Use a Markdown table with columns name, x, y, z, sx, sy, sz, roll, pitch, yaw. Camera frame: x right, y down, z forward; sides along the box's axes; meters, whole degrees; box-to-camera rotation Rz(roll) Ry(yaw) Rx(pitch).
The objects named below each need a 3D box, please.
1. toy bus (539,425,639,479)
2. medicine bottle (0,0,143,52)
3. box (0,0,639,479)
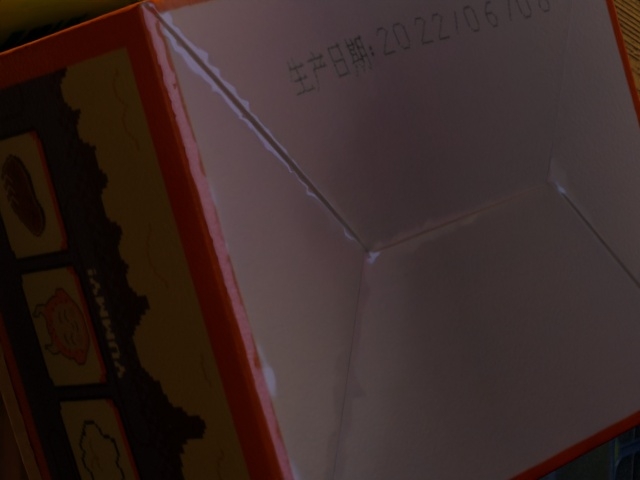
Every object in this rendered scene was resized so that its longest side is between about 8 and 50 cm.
| name | x | y | z | sx | sy | sz | roll | pitch | yaw |
| --- | --- | --- | --- | --- | --- | --- | --- | --- | --- |
| toy bus | 0.182 | 0.167 | 1.357 | 0.190 | 0.152 | 0.312 | -9 | 103 | -55 |
| medicine bottle | -0.223 | -0.133 | 1.030 | 0.309 | 0.111 | 0.076 | -22 | 102 | -44 |
| box | 0.000 | 0.000 | 1.093 | 0.348 | 0.257 | 0.318 | -22 | 97 | -39 |
